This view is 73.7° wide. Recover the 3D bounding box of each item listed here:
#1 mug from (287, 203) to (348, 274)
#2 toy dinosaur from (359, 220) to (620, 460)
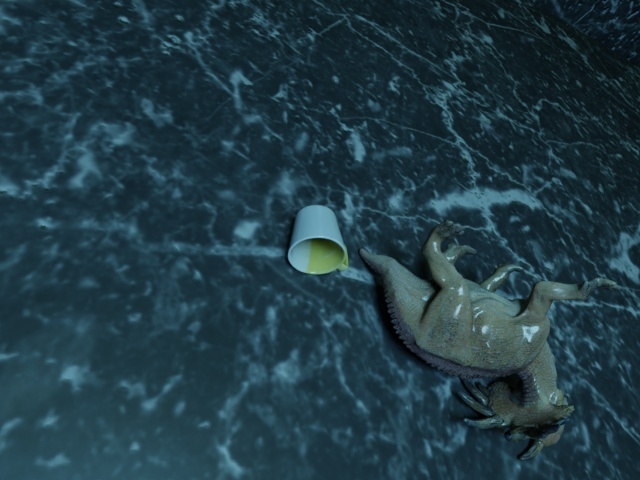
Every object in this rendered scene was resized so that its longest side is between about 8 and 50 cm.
[{"bbox_3d":[-0.004,-0.001,0.478,0.062,0.078,0.064,-8,48,4],"label":"mug"},{"bbox_3d":[0.162,0.105,0.458,0.295,0.127,0.200,22,85,6],"label":"toy dinosaur"}]
